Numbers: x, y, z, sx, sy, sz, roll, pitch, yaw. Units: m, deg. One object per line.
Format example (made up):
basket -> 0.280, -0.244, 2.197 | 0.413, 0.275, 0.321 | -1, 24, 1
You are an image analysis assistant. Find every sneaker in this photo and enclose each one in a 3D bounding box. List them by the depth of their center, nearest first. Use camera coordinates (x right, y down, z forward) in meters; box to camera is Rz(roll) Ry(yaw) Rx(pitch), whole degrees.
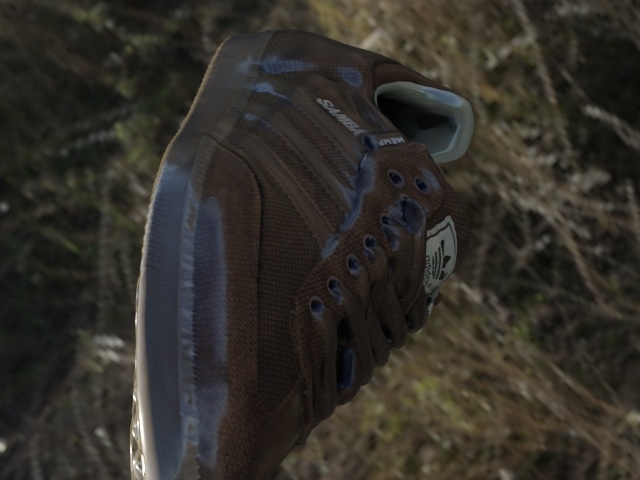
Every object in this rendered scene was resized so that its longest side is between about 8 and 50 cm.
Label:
sneaker -> 0.000, 0.000, 0.474 | 0.071, 0.066, 0.188 | 4, 33, 4
